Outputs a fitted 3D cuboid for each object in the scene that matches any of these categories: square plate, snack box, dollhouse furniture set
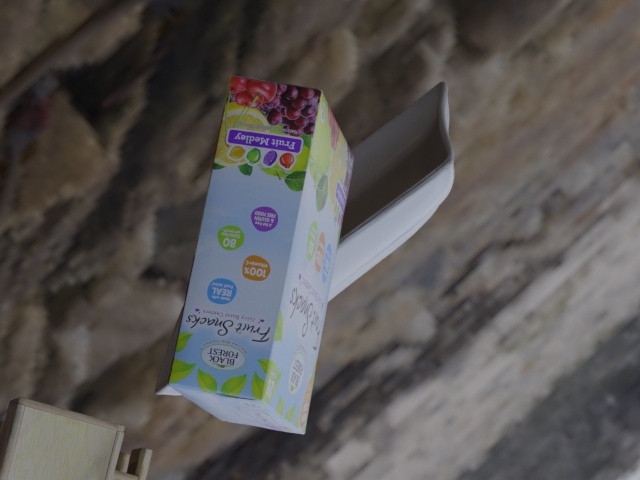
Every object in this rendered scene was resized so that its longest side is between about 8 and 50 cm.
[{"bbox_3d":[0.000,0.000,1.878,0.344,0.049,0.347,-39,-169,12],"label":"square plate"},{"bbox_3d":[-0.035,0.015,1.317,0.174,0.070,0.207,54,47,-75],"label":"snack box"},{"bbox_3d":[-0.272,0.241,1.777,0.242,0.212,0.161,156,-51,-68],"label":"dollhouse furniture set"}]
